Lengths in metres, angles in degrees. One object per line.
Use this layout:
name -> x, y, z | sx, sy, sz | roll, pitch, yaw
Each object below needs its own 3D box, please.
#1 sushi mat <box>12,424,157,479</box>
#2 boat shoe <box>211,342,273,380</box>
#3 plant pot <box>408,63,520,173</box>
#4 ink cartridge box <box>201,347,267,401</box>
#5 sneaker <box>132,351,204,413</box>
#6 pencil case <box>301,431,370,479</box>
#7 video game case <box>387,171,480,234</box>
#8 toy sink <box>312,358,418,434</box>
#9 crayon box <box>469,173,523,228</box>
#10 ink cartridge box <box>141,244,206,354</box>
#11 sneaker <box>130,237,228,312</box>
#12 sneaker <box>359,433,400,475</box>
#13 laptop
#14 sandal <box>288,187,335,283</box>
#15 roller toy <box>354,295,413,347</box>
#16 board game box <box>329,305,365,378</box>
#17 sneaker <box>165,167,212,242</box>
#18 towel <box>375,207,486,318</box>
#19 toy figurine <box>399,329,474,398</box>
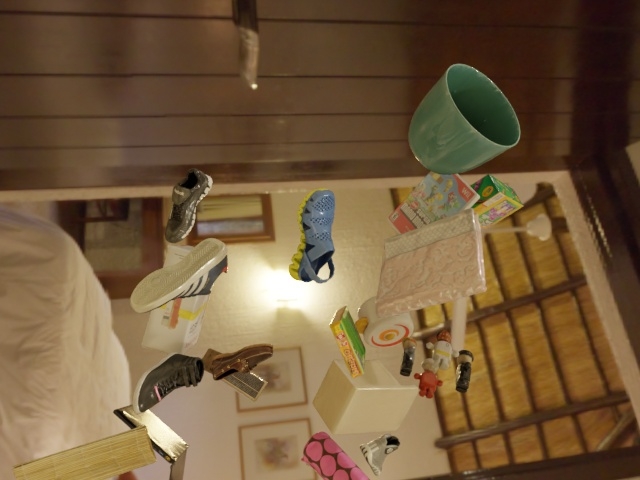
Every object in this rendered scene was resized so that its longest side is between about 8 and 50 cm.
sushi mat -> -0.586, 0.565, 1.411 | 0.019, 0.316, 0.152 | -125, -152, -49
boat shoe -> -0.225, 0.356, 1.624 | 0.073, 0.206, 0.073 | 42, 34, -47
plant pot -> 0.407, -0.336, 1.678 | 0.235, 0.292, 0.293 | -41, -130, 46
ink cartridge box -> -0.331, 0.496, 2.077 | 0.088, 0.193, 0.234 | -57, -160, -19
sneaker -> -0.490, 0.465, 1.844 | 0.296, 0.146, 0.105 | -50, 135, -63
pencil case -> 0.043, 0.599, 1.444 | 0.209, 0.098, 0.095 | 34, -22, 41
video game case -> 0.372, -0.106, 1.879 | 0.285, 0.025, 0.204 | -49, -130, 19
toy sink -> 0.121, 0.419, 1.517 | 0.131, 0.234, 0.153 | 46, -61, 49
crayon box -> 0.592, -0.132, 1.986 | 0.165, 0.278, 0.081 | -35, -115, 27
ink cartridge box -> -0.526, 0.222, 2.149 | 0.279, 0.160, 0.385 | -144, -109, -90
sneaker -> -0.430, 0.144, 1.776 | 0.131, 0.350, 0.148 | 35, -34, 34
sneaker -> 0.222, 0.738, 1.939 | 0.086, 0.132, 0.229 | 58, -6, 35
laptop -> -0.597, 0.795, 1.940 | 0.408, 0.236, 0.382 | 40, -14, 3
sandal -> 0.000, 0.000, 1.657 | 0.138, 0.126, 0.318 | 35, -54, 46
roller toy -> 0.241, 0.304, 2.072 | 0.209, 0.191, 0.146 | 41, 25, -42
board game box -> 0.068, 0.227, 1.303 | 0.259, 0.039, 0.124 | -14, 80, -82
sneaker -> -0.394, -0.108, 1.597 | 0.234, 0.078, 0.106 | -66, 160, -16
towel -> 0.325, 0.067, 1.678 | 0.053, 0.331, 0.317 | 48, 36, -33
toy figurine -> 0.381, 0.401, 1.845 | 0.213, 0.209, 0.148 | -24, -149, 37
